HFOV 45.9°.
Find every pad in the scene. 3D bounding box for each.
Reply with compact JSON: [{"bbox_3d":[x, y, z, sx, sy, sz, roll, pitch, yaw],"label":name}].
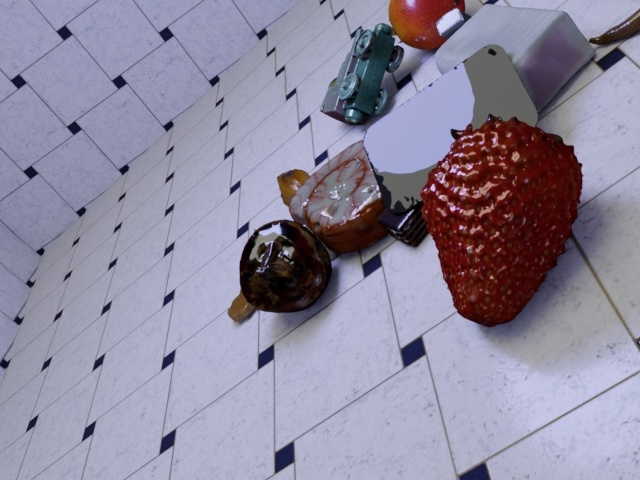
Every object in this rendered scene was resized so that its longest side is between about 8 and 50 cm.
[{"bbox_3d":[0.286,-0.200,1.610,0.375,0.063,0.314,-32,57,26],"label":"pad"}]

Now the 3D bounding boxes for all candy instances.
[{"bbox_3d":[0.429,-0.421,1.731,0.208,0.145,0.358,-46,28,2],"label":"candy"}]

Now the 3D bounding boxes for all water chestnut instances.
[{"bbox_3d":[-0.086,0.065,1.755,0.224,0.238,0.223,-4,78,18],"label":"water chestnut"}]

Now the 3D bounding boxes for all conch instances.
[{"bbox_3d":[-0.053,-0.143,2.122,0.109,0.093,0.330,-35,26,-14],"label":"conch"}]

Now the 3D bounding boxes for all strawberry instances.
[{"bbox_3d":[0.303,-0.024,1.311,0.312,0.267,0.351,137,139,-81],"label":"strawberry"}]

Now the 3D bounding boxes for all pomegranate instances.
[{"bbox_3d":[0.293,-0.657,2.188,0.257,0.221,0.221,-23,35,52],"label":"pomegranate"}]

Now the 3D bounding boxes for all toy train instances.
[{"bbox_3d":[0.119,-0.484,2.220,0.221,0.150,0.304,12,82,64],"label":"toy train"}]

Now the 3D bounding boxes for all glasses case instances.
[{"bbox_3d":[0.372,-0.538,1.937,0.071,0.205,0.047,-31,74,31],"label":"glasses case"}]

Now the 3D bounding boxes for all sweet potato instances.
[{"bbox_3d":[0.656,-0.458,1.559,0.214,0.050,0.050,-33,29,38],"label":"sweet potato"}]

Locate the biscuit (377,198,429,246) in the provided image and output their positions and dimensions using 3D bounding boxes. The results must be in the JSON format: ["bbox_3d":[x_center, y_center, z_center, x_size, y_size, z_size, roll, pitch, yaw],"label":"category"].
[{"bbox_3d":[0.239,-0.105,1.668,0.252,0.070,0.106,-51,27,-6],"label":"biscuit"}]

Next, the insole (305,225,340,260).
[{"bbox_3d":[0.000,0.000,1.950,0.086,0.005,0.253,-47,26,0],"label":"insole"}]

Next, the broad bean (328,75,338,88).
[{"bbox_3d":[0.096,-0.515,2.418,0.174,0.082,0.124,-51,25,-5],"label":"broad bean"}]

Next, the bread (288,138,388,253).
[{"bbox_3d":[0.087,-0.114,1.838,0.295,0.114,0.328,-45,29,-5],"label":"bread"}]

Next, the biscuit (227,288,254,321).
[{"bbox_3d":[-0.157,0.116,1.992,0.236,0.040,0.144,-52,20,-6],"label":"biscuit"}]
